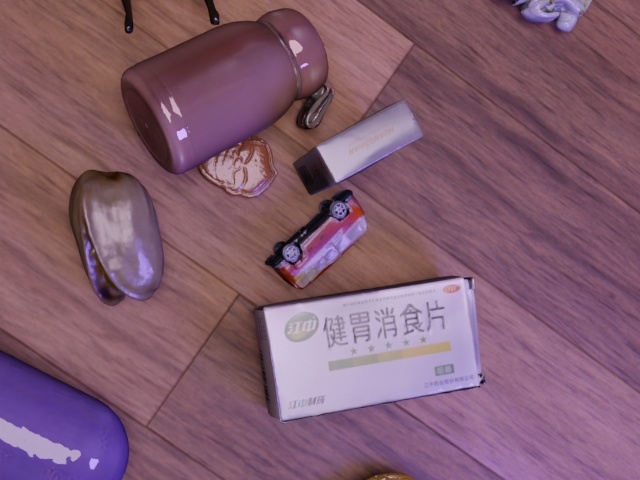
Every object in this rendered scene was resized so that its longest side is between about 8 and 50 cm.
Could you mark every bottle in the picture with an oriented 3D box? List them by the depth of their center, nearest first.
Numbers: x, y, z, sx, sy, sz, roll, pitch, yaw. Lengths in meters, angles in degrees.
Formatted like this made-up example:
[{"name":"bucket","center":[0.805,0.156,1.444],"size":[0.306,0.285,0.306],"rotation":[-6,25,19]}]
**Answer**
[{"name":"bottle","center":[-0.128,-0.222,1.529],"size":[0.296,0.173,0.206],"rotation":[-31,111,-21]}]

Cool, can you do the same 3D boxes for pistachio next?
[{"name":"pistachio","center":[-0.305,-0.006,1.507],"size":[0.129,0.131,0.206],"rotation":[-13,90,33]}]

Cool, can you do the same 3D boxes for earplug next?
[{"name":"earplug","center":[-0.489,0.245,1.435],"size":[0.455,0.215,0.215],"rotation":[26,84,-12]}]

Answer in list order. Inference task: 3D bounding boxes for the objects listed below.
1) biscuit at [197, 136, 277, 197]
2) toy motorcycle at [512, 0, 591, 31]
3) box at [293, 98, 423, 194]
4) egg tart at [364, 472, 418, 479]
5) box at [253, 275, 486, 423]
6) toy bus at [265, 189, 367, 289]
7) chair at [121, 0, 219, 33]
[{"name":"biscuit","center":[-0.131,-0.123,1.596],"size":[0.130,0.019,0.102],"rotation":[25,84,-8]},{"name":"toy motorcycle","center":[0.400,-0.423,1.673],"size":[0.228,0.074,0.151],"rotation":[-24,94,-11]},{"name":"box","center":[0.051,-0.135,1.518],"size":[0.149,0.233,0.067],"rotation":[-31,93,-9]},{"name":"egg tart","center":[0.107,0.456,1.582],"size":[0.191,0.074,0.191],"rotation":[1,86,-10]},{"name":"box","center":[0.074,0.160,1.554],"size":[0.332,0.145,0.173],"rotation":[-8,90,-9]},{"name":"toy bus","center":[0.000,0.000,1.587],"size":[0.174,0.079,0.077],"rotation":[-42,103,-9]},{"name":"chair","center":[-0.245,-0.472,1.541],"size":[0.160,0.319,0.186],"rotation":[-8,133,-8]}]
